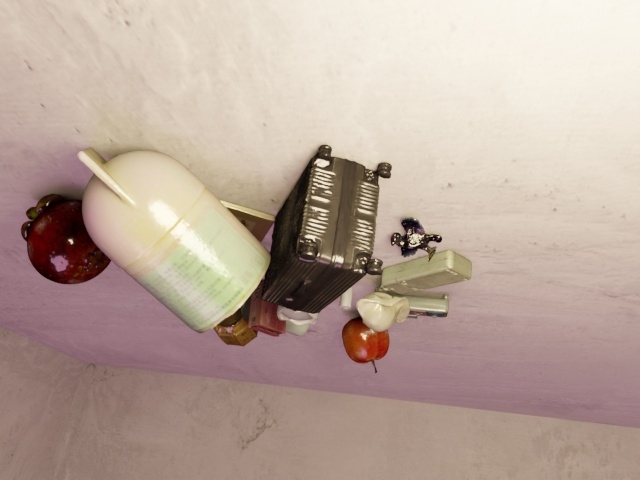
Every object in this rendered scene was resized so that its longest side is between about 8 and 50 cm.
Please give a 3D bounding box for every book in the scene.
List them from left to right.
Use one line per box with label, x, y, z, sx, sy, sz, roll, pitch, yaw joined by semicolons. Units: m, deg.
book;-0.199;-0.035;1.351;0.138;0.016;0.199;17;155;-14

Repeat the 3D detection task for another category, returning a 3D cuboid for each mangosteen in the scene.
mangosteen;-0.634;-0.014;1.368;0.257;0.215;0.215;35;164;23

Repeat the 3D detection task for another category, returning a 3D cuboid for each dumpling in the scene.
dumpling;0.178;0.189;1.505;0.134;0.100;0.169;-19;122;20

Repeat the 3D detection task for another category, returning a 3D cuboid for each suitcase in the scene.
suitcase;0.000;0.000;1.097;0.152;0.230;0.335;15;155;-13

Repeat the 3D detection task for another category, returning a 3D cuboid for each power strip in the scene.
power strip;0.265;0.192;1.625;0.215;0.061;0.145;5;162;11
power strip;0.247;0.092;1.410;0.093;0.053;0.288;25;152;-32

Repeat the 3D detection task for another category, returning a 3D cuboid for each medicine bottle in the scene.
medicine bottle;-0.317;-0.031;1.107;0.406;0.236;0.235;46;142;-20

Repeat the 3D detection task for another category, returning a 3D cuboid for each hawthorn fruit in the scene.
hawthorn fruit;0.155;0.343;1.819;0.157;0.194;0.157;-15;178;-1

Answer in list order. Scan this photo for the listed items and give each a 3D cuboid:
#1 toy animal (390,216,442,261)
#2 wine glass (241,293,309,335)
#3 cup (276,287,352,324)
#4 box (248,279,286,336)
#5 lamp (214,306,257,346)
toy animal;0.213;0.001;1.242;0.108;0.062;0.220;21;161;21
wine glass;-0.143;0.247;1.829;0.103;0.103;0.231;-15;150;42
cup;-0.048;0.125;1.450;0.299;0.173;0.167;21;152;-21
box;-0.160;0.211;1.696;0.060;0.156;0.111;-21;144;36
lamp;-0.292;0.276;1.888;0.161;0.161;0.185;7;155;7
